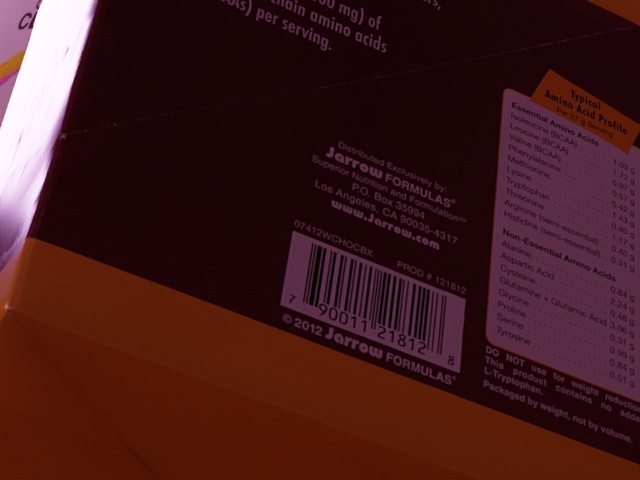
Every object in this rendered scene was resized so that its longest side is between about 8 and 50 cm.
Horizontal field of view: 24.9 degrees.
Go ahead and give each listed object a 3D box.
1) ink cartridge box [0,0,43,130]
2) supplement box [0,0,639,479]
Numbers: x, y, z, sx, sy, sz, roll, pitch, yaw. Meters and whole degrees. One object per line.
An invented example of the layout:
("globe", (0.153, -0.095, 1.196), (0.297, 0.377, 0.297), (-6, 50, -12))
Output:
("ink cartridge box", (-0.245, -0.096, 1.227), (0.226, 0.131, 0.306), (3, 67, 46))
("supplement box", (0.000, 0.000, 0.433), (0.129, 0.191, 0.194), (-47, 27, 49))
